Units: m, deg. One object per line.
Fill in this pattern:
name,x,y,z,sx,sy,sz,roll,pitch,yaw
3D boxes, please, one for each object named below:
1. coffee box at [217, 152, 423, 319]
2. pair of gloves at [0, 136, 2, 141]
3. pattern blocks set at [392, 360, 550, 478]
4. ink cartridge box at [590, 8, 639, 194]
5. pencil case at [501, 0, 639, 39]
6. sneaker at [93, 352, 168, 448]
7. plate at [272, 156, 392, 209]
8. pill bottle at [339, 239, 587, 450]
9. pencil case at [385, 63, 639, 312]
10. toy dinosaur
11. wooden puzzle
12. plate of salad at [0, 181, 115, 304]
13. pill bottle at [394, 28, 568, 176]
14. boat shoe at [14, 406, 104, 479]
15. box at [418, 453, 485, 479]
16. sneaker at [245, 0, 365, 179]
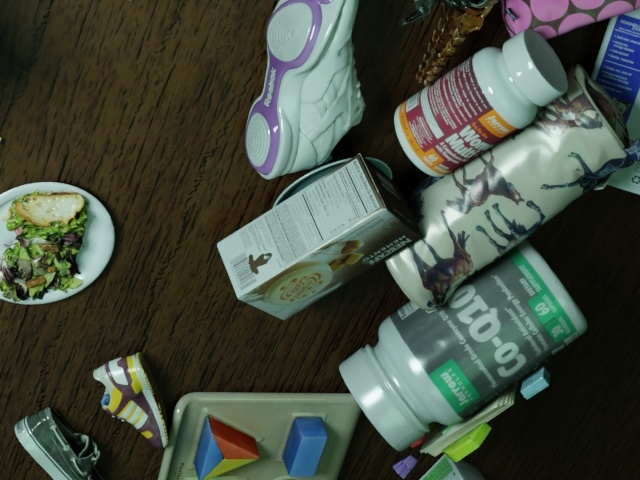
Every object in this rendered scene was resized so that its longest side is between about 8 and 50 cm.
coffee box,0.000,0.000,1.583,0.246,0.098,0.141,-31,153,15
pair of gloves,-0.447,-0.125,1.395,0.083,0.010,0.074,-39,131,5
pattern blocks set,0.248,0.283,1.869,0.325,0.285,0.026,-39,96,13
ink cartridge box,0.481,-0.231,1.651,0.165,0.065,0.333,20,125,11
pencil case,0.349,-0.338,1.521,0.209,0.095,0.098,-18,103,7
sneaker,-0.289,0.251,1.718,0.083,0.070,0.186,-15,123,-3
plate,0.013,-0.068,1.608,0.188,0.024,0.188,-19,153,-10
pill bottle,0.223,0.164,1.788,0.361,0.204,0.204,-37,131,4
pencil case,0.268,-0.064,1.637,0.410,0.160,0.183,-38,111,17
toy dinosaur,0.185,-0.352,1.435,0.218,0.164,0.322,-10,108,-38
wooden puzzle,-0.103,0.395,1.893,0.347,0.080,0.322,1,124,-25
plate of salad,-0.374,0.012,1.506,0.199,0.048,0.200,-13,129,-17
pill bottle,0.218,-0.188,1.533,0.221,0.121,0.121,-32,136,33
boat shoe,-0.378,0.337,1.726,0.070,0.078,0.219,-32,129,2
box,0.251,0.473,2.108,0.102,0.087,0.101,30,108,-38
sneaker,-0.002,-0.223,1.480,0.152,0.114,0.305,-7,133,-35
